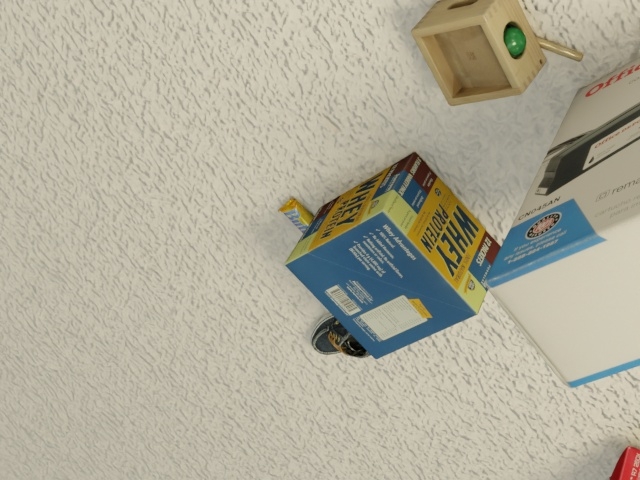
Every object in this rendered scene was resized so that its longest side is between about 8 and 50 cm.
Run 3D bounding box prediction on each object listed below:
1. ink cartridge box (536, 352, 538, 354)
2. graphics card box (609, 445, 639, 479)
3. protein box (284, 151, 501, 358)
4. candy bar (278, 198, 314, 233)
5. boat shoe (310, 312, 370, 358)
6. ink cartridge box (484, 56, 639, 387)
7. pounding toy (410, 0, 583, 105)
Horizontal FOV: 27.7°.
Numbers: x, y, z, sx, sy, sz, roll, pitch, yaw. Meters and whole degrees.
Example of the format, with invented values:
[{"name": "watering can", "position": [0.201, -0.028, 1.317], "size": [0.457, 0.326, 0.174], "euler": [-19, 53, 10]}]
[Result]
[{"name": "ink cartridge box", "position": [0.339, 0.130, 1.818], "size": [0.083, 0.048, 0.028], "euler": [-15, 120, 35]}, {"name": "graphics card box", "position": [0.565, 0.450, 1.788], "size": [0.371, 0.233, 0.094], "euler": [20, 134, 11]}, {"name": "protein box", "position": [0.103, 0.025, 1.785], "size": [0.200, 0.136, 0.201], "euler": [46, 133, -15]}, {"name": "candy bar", "position": [0.000, 0.000, 1.902], "size": [0.040, 0.018, 0.161], "euler": [-27, 113, 41]}, {"name": "boat shoe", "position": [0.037, 0.146, 1.964], "size": [0.065, 0.083, 0.183], "euler": [44, 134, -14]}, {"name": "ink cartridge box", "position": [0.380, -0.062, 1.384], "size": [0.285, 0.395, 0.166], "euler": [-27, 110, 41]}, {"name": "pounding toy", "position": [0.211, -0.233, 1.546], "size": [0.141, 0.100, 0.130], "euler": [-5, 126, 44]}]
